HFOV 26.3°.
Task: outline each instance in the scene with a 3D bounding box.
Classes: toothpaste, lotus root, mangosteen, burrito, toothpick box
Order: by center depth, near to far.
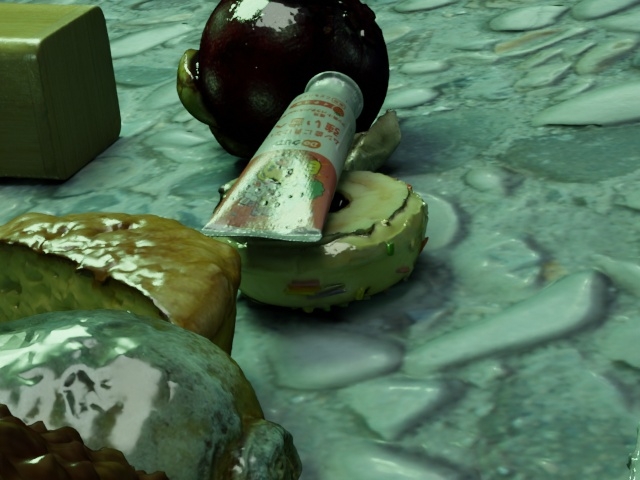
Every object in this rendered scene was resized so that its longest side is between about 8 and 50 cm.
[{"bbox_3d":[-0.179,0.120,0.728,0.349,0.175,0.175,-4,24,9],"label":"lotus root"},{"bbox_3d":[-0.017,-0.058,1.053,0.089,0.057,0.234,3,33,15],"label":"toothpaste"},{"bbox_3d":[-0.012,-0.054,1.198,0.063,0.058,0.229,17,36,37],"label":"burrito"},{"bbox_3d":[-0.046,-0.155,1.309,0.230,0.194,0.194,-25,13,32],"label":"mangosteen"},{"bbox_3d":[-0.384,-0.161,1.434,0.308,0.187,0.190,3,25,18],"label":"toothpick box"}]

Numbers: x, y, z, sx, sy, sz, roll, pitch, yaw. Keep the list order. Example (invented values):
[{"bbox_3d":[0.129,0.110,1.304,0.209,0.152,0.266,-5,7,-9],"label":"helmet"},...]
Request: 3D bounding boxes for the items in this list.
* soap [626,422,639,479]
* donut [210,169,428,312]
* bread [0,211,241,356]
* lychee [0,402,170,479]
[{"bbox_3d":[0.195,0.110,0.624,0.094,0.150,0.261,2,25,17],"label":"soap"},{"bbox_3d":[0.000,0.000,1.055,0.175,0.068,0.174,-6,22,2],"label":"donut"},{"bbox_3d":[-0.126,0.047,0.920,0.134,0.129,0.260,-26,30,-36],"label":"bread"},{"bbox_3d":[-0.125,0.174,0.494,0.271,0.271,0.271,-8,23,3],"label":"lychee"}]
